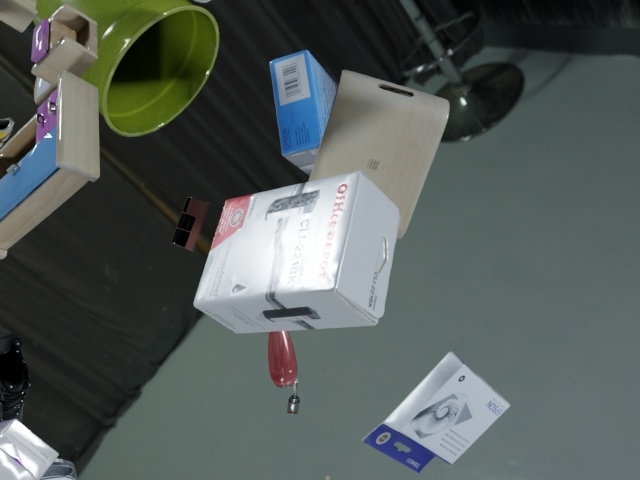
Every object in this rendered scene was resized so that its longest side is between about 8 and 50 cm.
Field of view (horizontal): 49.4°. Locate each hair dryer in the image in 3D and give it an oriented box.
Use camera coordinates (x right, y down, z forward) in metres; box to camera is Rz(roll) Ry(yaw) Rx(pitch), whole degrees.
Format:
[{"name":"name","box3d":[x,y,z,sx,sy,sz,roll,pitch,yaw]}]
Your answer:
[{"name":"hair dryer","box3d":[-0.119,0.343,2.010,0.080,0.293,0.223,-10,40,-12]}]

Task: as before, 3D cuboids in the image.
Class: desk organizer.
[{"name":"desk organizer","box3d":[-0.329,-0.043,1.755,0.047,0.050,0.130,14,84,64]}]

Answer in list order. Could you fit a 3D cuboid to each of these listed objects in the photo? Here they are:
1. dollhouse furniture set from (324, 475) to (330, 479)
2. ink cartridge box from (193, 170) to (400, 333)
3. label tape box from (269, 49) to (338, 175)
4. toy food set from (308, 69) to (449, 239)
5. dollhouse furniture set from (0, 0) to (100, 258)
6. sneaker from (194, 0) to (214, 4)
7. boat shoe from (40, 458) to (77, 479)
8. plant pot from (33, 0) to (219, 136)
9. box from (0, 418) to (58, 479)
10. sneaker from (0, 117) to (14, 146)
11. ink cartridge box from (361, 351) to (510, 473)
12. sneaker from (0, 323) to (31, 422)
[{"name":"dollhouse furniture set","box3d":[-0.137,0.498,1.235,0.151,0.302,0.197,-99,17,-75]},{"name":"ink cartridge box","box3d":[-0.035,0.025,1.044,0.273,0.114,0.197,-8,56,35]},{"name":"label tape box","box3d":[0.005,-0.273,1.686,0.106,0.334,0.240,-14,74,19]},{"name":"toy food set","box3d":[0.101,-0.164,1.390,0.092,0.220,0.306,-89,15,-69]},{"name":"dollhouse furniture set","box3d":[-0.425,-0.165,0.746,0.198,0.303,0.286,-32,53,27]},{"name":"sneaker","box3d":[-0.292,-0.587,1.390,0.127,0.182,0.315,-32,76,15]},{"name":"boat shoe","box3d":[-0.570,0.427,1.182,0.102,0.301,0.108,-128,41,-52]},{"name":"plant pot","box3d":[-0.504,-0.510,1.716,0.353,0.366,0.366,41,84,13]},{"name":"box","box3d":[-0.407,0.267,0.837,0.324,0.067,0.063,-22,27,49]},{"name":"sneaker","box3d":[-0.769,-0.247,1.535,0.084,0.069,0.185,-41,-8,26]},{"name":"ink cartridge box","box3d":[0.215,0.330,1.257,0.224,0.223,0.045,-46,43,4]},{"name":"sneaker","box3d":[-0.655,0.310,1.428,0.130,0.286,0.109,13,23,31]}]
